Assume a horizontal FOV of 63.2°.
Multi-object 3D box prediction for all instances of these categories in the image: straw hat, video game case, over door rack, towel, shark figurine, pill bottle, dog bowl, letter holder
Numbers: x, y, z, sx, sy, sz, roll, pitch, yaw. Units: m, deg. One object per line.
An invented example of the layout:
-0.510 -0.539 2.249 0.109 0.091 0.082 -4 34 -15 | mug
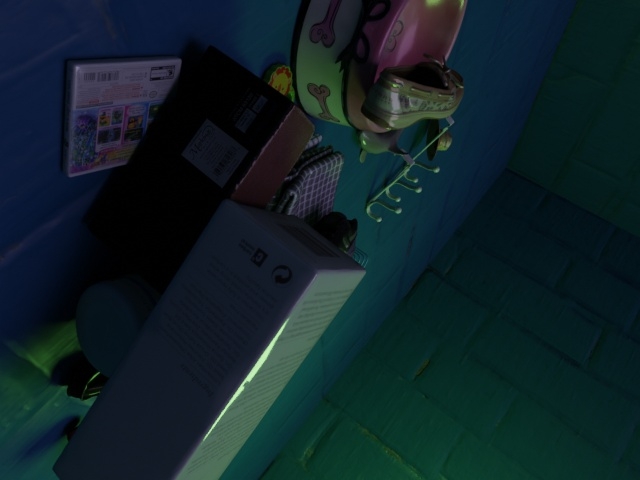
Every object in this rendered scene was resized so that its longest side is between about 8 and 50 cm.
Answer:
0.388 -0.323 1.672 0.144 0.061 0.145 -176 -90 -85 | straw hat
-0.251 -0.161 0.663 0.157 0.019 0.143 -30 148 -51 | video game case
0.276 -0.205 1.562 0.239 0.108 0.324 -45 170 -29 | over door rack
-0.065 -0.059 1.083 0.235 0.121 0.284 -35 150 -46 | towel
0.202 -0.278 1.368 0.278 0.116 0.166 -42 157 -28 | shark figurine
-0.251 0.115 0.882 0.272 0.152 0.153 -18 137 -58 | pill bottle
0.130 -0.388 0.988 0.408 0.150 0.408 -46 157 -26 | dog bowl
-0.149 -0.085 0.777 0.302 0.152 0.214 -54 166 5 | letter holder

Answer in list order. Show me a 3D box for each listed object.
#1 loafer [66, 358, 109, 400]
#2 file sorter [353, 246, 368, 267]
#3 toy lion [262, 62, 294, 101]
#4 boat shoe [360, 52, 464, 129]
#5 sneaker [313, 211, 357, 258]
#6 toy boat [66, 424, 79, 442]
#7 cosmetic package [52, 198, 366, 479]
-0.350 0.236 0.945 0.220 0.078 0.080 -14 134 -61 | loafer
0.057 0.068 1.566 0.118 0.104 0.170 -60 160 11 | file sorter
-0.073 -0.256 0.906 0.100 0.034 0.096 -2 115 -66 | toy lion
0.184 -0.272 0.919 0.285 0.104 0.089 -34 153 -44 | boat shoe
0.000 0.000 1.051 0.283 0.107 0.124 -15 121 -70 | sneaker
-0.322 0.362 1.031 0.318 0.148 0.267 -28 -179 -30 | toy boat
-0.148 0.179 0.751 0.454 0.161 0.230 -56 162 8 | cosmetic package
